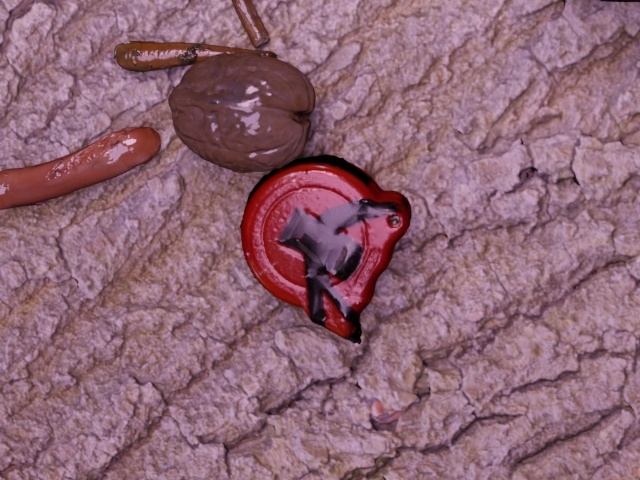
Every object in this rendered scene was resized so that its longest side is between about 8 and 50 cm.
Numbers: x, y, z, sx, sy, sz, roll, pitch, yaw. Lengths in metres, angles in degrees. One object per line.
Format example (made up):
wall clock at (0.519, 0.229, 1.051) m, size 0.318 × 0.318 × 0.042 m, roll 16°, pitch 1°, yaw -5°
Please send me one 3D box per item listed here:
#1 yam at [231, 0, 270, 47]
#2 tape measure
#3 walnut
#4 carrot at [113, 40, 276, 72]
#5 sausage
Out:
yam at (-0.118, -0.360, 1.426) m, size 0.032 × 0.032 × 0.145 m, roll -22°, pitch 100°, yaw 13°
tape measure at (0.000, -0.001, 1.466) m, size 0.260 × 0.114 × 0.253 m, roll 27°, pitch 107°, yaw 0°
walnut at (-0.122, -0.190, 1.408) m, size 0.230 × 0.178 × 0.178 m, roll 12°, pitch 107°, yaw 16°
carrot at (-0.193, -0.282, 1.456) m, size 0.254 × 0.049 × 0.049 m, roll 0°, pitch 106°, yaw 3°
sausage at (-0.395, -0.112, 1.512) m, size 0.304 × 0.078 × 0.078 m, roll -16°, pitch 103°, yaw 12°
